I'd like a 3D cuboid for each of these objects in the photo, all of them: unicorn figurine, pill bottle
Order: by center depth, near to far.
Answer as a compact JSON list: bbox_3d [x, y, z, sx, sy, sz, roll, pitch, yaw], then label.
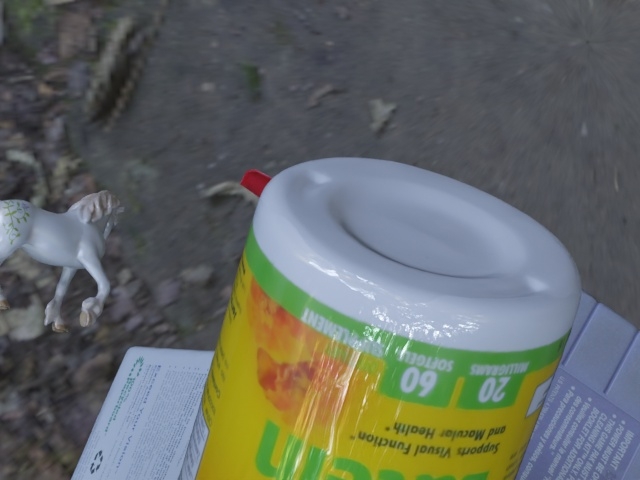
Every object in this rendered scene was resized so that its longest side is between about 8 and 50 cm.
[{"bbox_3d":[0.010,0.101,0.794,0.136,0.136,0.245,19,114,6],"label":"pill bottle"},{"bbox_3d":[-0.186,0.006,1.309,0.060,0.162,0.111,-10,67,35],"label":"unicorn figurine"}]

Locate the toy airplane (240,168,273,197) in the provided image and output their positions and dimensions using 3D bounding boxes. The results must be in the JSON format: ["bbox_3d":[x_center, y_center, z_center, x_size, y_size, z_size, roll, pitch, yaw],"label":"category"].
[{"bbox_3d":[0.000,0.000,1.233,0.151,0.151,0.028,22,75,5],"label":"toy airplane"}]

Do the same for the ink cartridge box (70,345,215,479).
[{"bbox_3d":[-0.103,0.224,1.113,0.071,0.330,0.324,28,78,-21],"label":"ink cartridge box"}]

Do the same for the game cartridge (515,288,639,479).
[{"bbox_3d":[0.122,0.178,1.319,0.230,0.068,0.355,37,56,-3],"label":"game cartridge"}]
